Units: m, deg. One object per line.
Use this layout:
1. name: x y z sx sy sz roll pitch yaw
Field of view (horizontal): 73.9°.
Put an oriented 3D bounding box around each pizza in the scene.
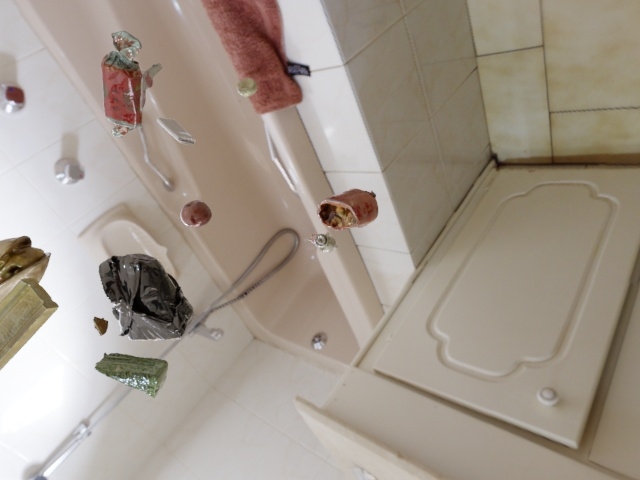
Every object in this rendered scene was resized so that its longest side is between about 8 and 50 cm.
1. pizza: -0.830 0.314 1.593 0.083 0.025 0.078 -106 -11 -63

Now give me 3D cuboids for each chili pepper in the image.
1. chili pepper: 0.139 -0.141 2.186 0.252 0.305 0.229 27 118 20

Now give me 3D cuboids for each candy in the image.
1. candy: -0.442 -0.332 0.952 0.086 0.059 0.292 9 142 -17

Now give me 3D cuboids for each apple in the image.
1. apple: -0.625 -0.135 2.131 0.154 0.153 0.119 13 132 40

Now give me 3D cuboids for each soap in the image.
1. soap: -0.663 0.195 0.887 0.092 0.252 0.037 45 -175 11

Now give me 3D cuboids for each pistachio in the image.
1. pistachio: -0.948 0.092 1.292 0.299 0.187 0.187 -29 111 23

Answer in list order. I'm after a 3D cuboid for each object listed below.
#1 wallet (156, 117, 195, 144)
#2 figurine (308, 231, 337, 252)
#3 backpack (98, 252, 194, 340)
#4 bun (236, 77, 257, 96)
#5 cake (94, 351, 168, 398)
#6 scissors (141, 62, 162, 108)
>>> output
1. wallet: -0.415 -0.314 1.220 0.122 0.061 0.025 42 113 27
2. figurine: -0.003 0.010 1.739 0.098 0.081 0.146 -6 164 30
3. backpack: -0.757 0.242 1.820 0.364 0.254 0.445 -9 116 22
4. bun: -0.299 -0.619 1.737 0.086 0.086 0.054 26 153 25
5. cake: -0.649 0.461 1.463 0.236 0.100 0.099 8 109 4
6. scissors: -0.549 -0.500 1.328 0.031 0.242 0.118 -1 130 8
